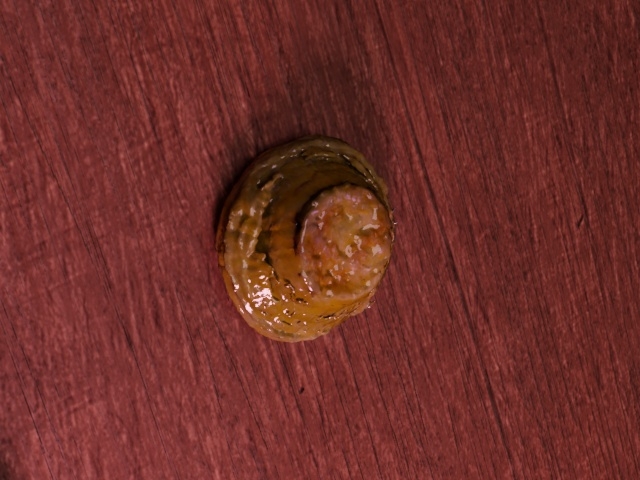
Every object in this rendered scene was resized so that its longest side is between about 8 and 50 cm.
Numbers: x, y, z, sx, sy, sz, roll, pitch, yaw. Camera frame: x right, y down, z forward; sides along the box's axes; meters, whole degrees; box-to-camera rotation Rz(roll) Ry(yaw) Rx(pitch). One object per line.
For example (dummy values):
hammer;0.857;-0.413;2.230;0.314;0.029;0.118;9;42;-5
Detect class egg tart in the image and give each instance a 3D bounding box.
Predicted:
egg tart;0.000;0.000;1.897;0.294;0.123;0.294;-3;96;-35
